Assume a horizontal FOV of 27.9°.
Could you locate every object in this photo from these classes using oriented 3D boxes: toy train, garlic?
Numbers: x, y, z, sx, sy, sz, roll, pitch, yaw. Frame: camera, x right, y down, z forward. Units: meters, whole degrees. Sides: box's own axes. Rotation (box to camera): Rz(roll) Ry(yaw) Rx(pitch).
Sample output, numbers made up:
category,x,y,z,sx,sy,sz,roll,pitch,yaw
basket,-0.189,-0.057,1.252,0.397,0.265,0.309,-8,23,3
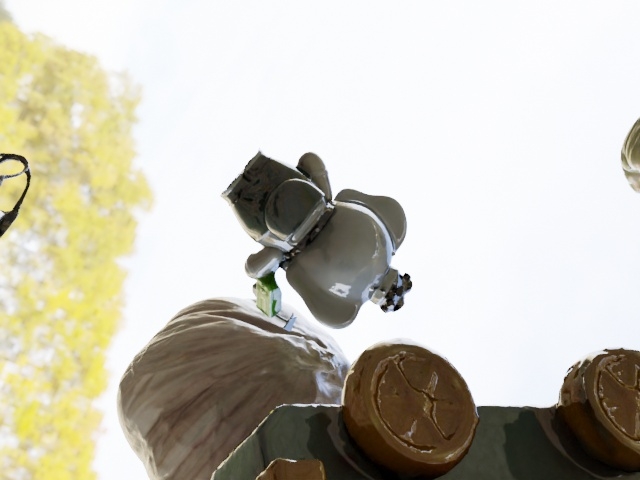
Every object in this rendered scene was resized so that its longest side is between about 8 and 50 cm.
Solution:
category,x,y,z,sx,sy,sz,roll,pitch,yaw
toy train,0.081,0.187,0.714,0.163,0.369,0.231,-49,-135,50
garlic,-0.081,0.196,1.541,0.259,0.317,0.317,-44,-150,39

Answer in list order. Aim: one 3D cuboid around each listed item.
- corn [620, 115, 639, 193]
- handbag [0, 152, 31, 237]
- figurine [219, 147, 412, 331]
category,x,y,z,sx,sy,sz,roll,pitch,yaw
corn,0.428,-0.147,1.286,0.305,0.123,0.122,-40,-147,-13
handbag,-0.334,-0.047,1.232,0.115,0.072,0.139,10,-139,30
figurine,0.000,0.000,1.160,0.147,0.192,0.126,-53,-176,-19
